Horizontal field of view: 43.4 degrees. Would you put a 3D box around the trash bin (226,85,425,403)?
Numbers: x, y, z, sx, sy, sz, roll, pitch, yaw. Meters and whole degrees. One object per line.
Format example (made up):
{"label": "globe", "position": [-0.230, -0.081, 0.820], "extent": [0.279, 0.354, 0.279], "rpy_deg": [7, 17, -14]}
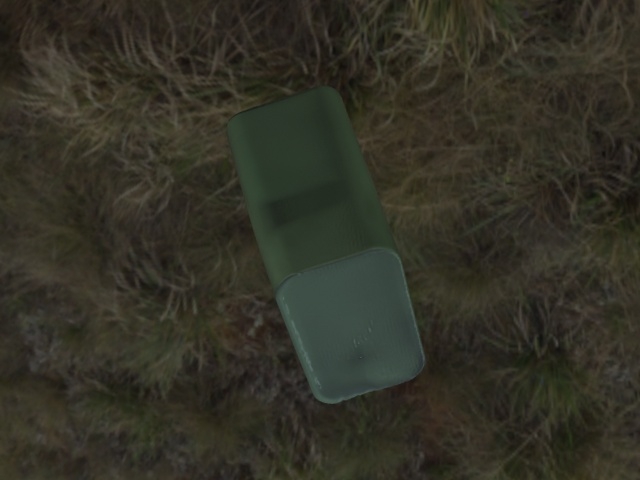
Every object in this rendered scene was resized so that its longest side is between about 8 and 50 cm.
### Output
{"label": "trash bin", "position": [0.000, 0.000, 0.971], "extent": [0.158, 0.343, 0.223], "rpy_deg": [-17, 128, 1]}
